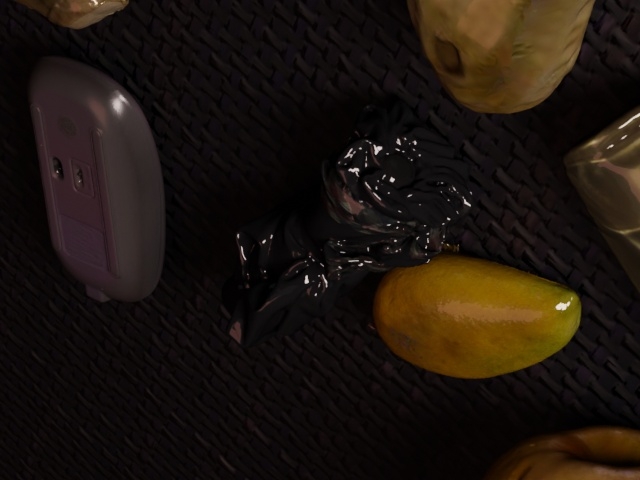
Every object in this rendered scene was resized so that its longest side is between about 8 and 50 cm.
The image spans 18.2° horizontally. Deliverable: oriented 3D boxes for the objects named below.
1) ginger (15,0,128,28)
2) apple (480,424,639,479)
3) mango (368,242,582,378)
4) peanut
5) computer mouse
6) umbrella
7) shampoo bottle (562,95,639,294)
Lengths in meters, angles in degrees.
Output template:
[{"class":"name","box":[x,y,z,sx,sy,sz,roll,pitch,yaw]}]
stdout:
[{"class":"ginger","box":[-0.227,-0.218,1.536,0.190,0.069,0.095,22,158,30]},{"class":"apple","box":[0.213,0.248,1.375,0.242,0.242,0.241,3,109,44]},{"class":"mango","box":[0.109,0.056,1.451,0.187,0.066,0.101,0,124,38]},{"class":"peanut","box":[0.115,-0.177,1.190,0.120,0.110,0.236,39,142,27]},{"class":"computer mouse","box":[-0.184,-0.053,1.651,0.120,0.057,0.232,22,134,31]},{"class":"umbrella","box":[0.001,0.001,1.468,0.272,0.110,0.122,-35,54,51]},{"class":"shampoo bottle","box":[0.284,0.062,1.258,0.350,0.084,0.125,55,145,-7]}]
